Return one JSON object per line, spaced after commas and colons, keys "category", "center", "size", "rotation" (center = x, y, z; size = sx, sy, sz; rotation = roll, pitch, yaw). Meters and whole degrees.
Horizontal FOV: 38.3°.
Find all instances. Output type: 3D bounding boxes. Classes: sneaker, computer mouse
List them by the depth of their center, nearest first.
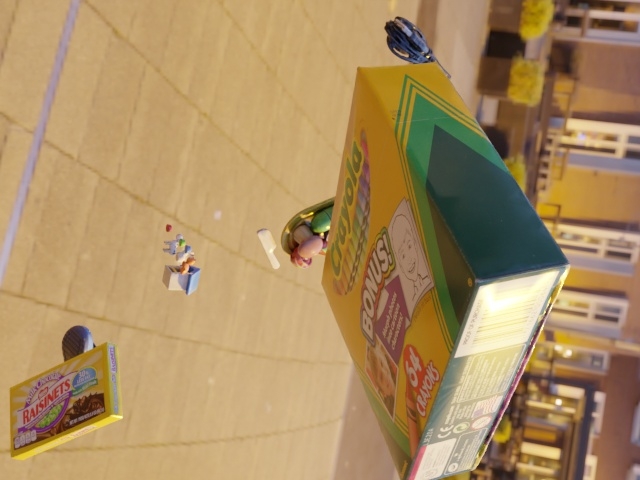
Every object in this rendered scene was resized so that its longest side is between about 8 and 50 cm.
{"category": "computer mouse", "center": [0.168, -0.171, 1.280], "size": [0.188, 0.072, 0.272], "rotation": [30, 48, -57]}
{"category": "sneaker", "center": [-0.341, 0.172, 1.348], "size": [0.059, 0.053, 0.144], "rotation": [-24, 143, -34]}

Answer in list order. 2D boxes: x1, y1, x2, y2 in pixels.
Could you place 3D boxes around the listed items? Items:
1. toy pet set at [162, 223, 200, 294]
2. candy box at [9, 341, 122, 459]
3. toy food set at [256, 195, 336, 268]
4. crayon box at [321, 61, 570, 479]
{"category": "toy pet set", "center": [-0.246, 0.042, 1.709], "size": [0.122, 0.065, 0.114], "rotation": [41, -57, 54]}
{"category": "candy box", "center": [-0.351, 0.220, 1.257], "size": [0.027, 0.206, 0.105], "rotation": [27, 45, -48]}
{"category": "toy food set", "center": [0.000, 0.000, 1.750], "size": [0.071, 0.218, 0.128], "rotation": [54, -17, 41]}
{"category": "crayon box", "center": [0.109, 0.041, 1.025], "size": [0.363, 0.106, 0.313], "rotation": [100, -26, -46]}
